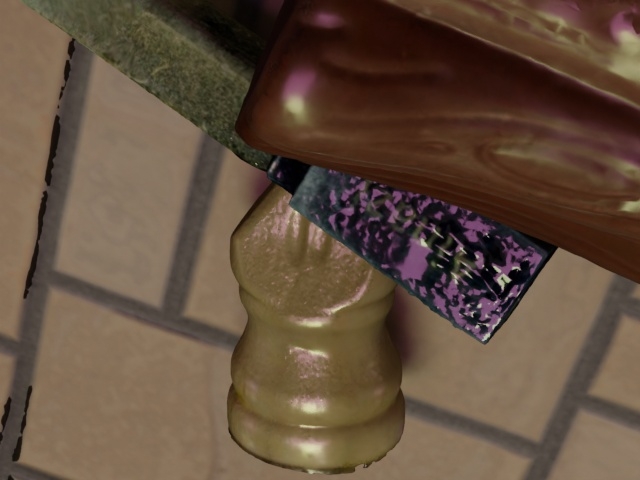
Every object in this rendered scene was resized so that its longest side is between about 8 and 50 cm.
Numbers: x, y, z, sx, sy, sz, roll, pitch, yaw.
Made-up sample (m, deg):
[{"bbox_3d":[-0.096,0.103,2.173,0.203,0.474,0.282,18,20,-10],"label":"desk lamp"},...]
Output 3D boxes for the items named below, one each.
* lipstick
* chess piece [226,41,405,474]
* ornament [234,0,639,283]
[{"bbox_3d":[-0.040,-0.069,0.729,0.312,0.051,0.051,36,109,8],"label":"lipstick"},{"bbox_3d":[0.000,0.000,0.793,0.090,0.090,0.200,7,114,12],"label":"chess piece"},{"bbox_3d":[0.104,-0.084,0.630,0.218,0.235,0.221,25,152,-5],"label":"ornament"}]
